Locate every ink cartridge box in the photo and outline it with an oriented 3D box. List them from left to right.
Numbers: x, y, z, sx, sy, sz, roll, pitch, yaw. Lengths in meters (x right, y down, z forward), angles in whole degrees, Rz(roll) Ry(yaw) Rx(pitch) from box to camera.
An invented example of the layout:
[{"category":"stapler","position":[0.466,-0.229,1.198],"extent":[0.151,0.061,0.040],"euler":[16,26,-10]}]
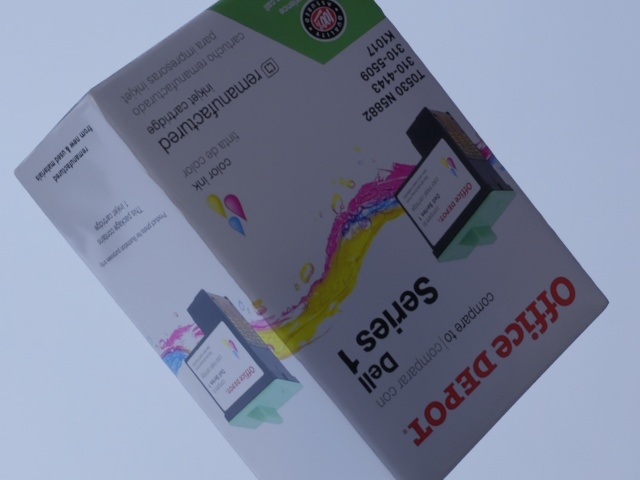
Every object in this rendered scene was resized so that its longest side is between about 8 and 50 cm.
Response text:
[{"category":"ink cartridge box","position":[0.000,0.000,1.075],"extent":[0.278,0.117,0.201],"euler":[51,-127,-3]}]
